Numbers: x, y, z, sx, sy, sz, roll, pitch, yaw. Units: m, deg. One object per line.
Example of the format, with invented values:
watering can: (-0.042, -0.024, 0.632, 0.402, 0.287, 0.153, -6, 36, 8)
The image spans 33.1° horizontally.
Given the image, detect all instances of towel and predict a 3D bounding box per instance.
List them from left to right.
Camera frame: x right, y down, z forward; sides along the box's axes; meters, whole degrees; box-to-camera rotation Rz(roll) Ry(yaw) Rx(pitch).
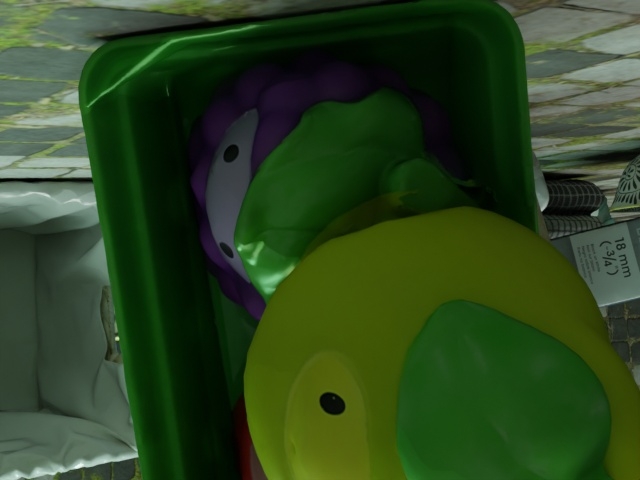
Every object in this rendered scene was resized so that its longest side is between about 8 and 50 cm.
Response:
towel: (0.276, -0.035, 1.715, 0.283, 0.121, 0.235, -9, 177, 42)

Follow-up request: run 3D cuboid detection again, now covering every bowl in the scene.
bowl: (0.432, -0.081, 1.299, 0.170, 0.080, 0.170, -5, 177, 0)

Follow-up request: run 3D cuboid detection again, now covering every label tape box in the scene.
label tape box: (0.422, 0.024, 1.427, 0.333, 0.106, 0.240, -15, 175, 12)

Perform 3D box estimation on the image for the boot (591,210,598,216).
boot: (0.406, -0.063, 1.961, 0.190, 0.069, 0.086, 3, -174, 10)

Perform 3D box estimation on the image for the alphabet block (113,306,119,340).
alphabet block: (-0.323, 0.048, 1.571, 0.192, 0.197, 0.193, -4, 178, 0)

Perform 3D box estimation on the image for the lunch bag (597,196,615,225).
lunch bag: (0.435, -0.002, 2.054, 0.224, 0.108, 0.279, -12, -164, 35)

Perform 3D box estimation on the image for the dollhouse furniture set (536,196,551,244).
dollhouse furniture set: (0.073, 0.085, 1.102, 0.362, 0.257, 0.394, -3, 157, -21)

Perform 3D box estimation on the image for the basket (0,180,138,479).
basket: (-0.404, 0.103, 1.263, 0.331, 0.328, 0.266, -3, 179, -37)

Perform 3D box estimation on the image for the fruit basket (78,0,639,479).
fruit basket: (0.018, 0.063, 0.576, 0.282, 0.392, 0.392, -5, 177, 12)

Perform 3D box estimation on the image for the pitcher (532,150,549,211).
pitcher: (0.136, -0.031, 1.259, 0.207, 0.126, 0.178, -11, 159, -18)
